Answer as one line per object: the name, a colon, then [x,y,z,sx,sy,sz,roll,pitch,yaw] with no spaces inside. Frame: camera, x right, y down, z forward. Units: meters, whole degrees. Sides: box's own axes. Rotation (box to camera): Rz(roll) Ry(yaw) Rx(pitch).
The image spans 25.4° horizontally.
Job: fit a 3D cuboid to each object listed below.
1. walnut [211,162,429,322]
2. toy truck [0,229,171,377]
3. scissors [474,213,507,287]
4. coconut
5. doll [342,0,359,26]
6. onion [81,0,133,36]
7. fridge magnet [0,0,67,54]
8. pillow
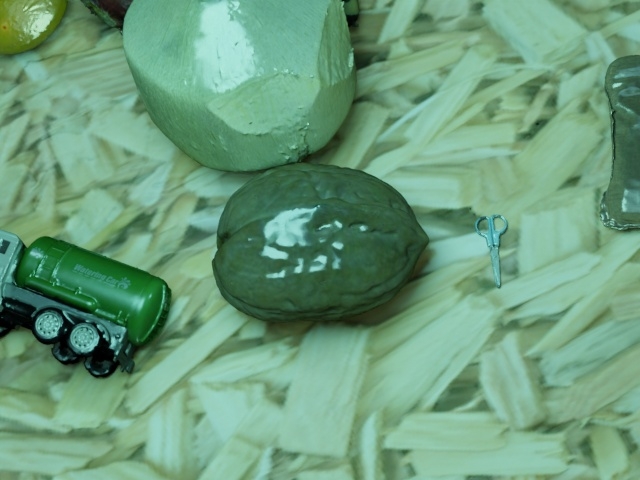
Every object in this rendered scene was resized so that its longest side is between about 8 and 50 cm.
walnut: [0.000,0.002,1.508,0.230,0.178,0.178,-2,74,2]
toy truck: [-0.291,0.062,1.566,0.242,0.101,0.125,18,73,11]
scissors: [0.190,0.012,1.553,0.036,0.006,0.083,-7,73,5]
coconut: [-0.081,-0.204,1.525,0.244,0.247,0.245,-3,64,5]
doll: [-0.011,-0.313,1.642,0.179,0.102,0.089,53,130,14]
onion: [-0.196,-0.330,1.635,0.159,0.159,0.195,34,78,16]
fridge magnet: [-0.367,-0.286,1.697,0.143,0.063,0.143,-3,73,10]
pillow: [0.375,-0.109,1.546,0.135,0.034,0.211,2,73,13]
